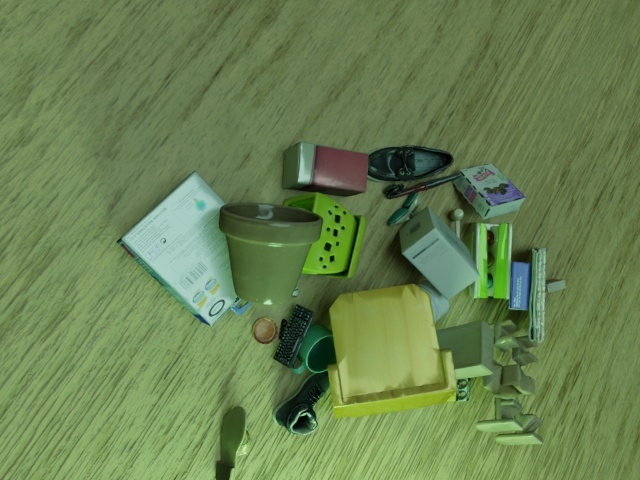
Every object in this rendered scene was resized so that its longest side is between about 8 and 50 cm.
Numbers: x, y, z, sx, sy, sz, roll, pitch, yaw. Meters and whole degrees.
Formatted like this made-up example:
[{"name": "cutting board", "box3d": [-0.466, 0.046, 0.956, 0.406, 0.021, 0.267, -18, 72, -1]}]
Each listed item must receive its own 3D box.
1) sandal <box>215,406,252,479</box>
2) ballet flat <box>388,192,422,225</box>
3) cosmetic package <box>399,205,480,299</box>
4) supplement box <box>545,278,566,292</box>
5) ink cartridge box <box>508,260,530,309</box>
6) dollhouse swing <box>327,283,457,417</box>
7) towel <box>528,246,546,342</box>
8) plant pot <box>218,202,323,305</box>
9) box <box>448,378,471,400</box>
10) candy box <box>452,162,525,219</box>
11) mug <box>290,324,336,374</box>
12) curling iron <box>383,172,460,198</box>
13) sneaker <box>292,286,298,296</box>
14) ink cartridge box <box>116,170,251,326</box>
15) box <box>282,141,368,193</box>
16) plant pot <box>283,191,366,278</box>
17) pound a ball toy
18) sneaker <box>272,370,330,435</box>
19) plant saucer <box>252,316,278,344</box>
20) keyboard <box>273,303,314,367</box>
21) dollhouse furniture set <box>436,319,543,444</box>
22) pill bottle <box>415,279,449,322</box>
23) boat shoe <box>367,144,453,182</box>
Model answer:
[{"name": "sandal", "box3d": [-0.241, 0.597, 1.463, 0.079, 0.088, 0.240, 14, 89, -54]}, {"name": "ballet flat", "box3d": [0.301, -0.099, 1.727, 0.168, 0.057, 0.052, -48, 116, -18]}, {"name": "cosmetic package", "box3d": [0.386, 0.035, 1.641, 0.138, 0.224, 0.225, -40, 103, 19]}, {"name": "supplement box", "box3d": [0.914, 0.179, 1.981, 0.098, 0.062, 0.036, -10, 93, -25]}, {"name": "ink cartridge box", "box3d": [0.712, 0.162, 1.782, 0.332, 0.065, 0.166, 10, 84, -66]}, {"name": "dollhouse swing", "box3d": [0.188, 0.337, 1.495, 0.346, 0.315, 0.305, -9, 63, -1]}, {"name": "towel", "box3d": [0.785, 0.189, 1.809, 0.317, 0.053, 0.332, 7, 85, -66]}, {"name": "plant pot", "box3d": [-0.135, 0.035, 1.290, 0.263, 0.263, 0.229, 0, 105, -24]}, {"name": "box", "box3d": [0.416, 0.515, 1.750, 0.232, 0.058, 0.087, 9, 85, -23]}, {"name": "candy box", "box3d": [0.603, -0.181, 1.796, 0.164, 0.070, 0.196, -15, 54, -23]}, {"name": "mug", "box3d": [-0.025, 0.326, 1.528, 0.157, 0.097, 0.130, -4, 112, -34]}, {"name": "curling iron", "box3d": [0.351, -0.189, 1.712, 0.273, 0.068, 0.035, -12, 68, -6]}, {"name": "sneaker", "box3d": [-0.108, 0.151, 1.553, 0.083, 0.032, 0.037, 18, 67, -27]}, {"name": "ink cartridge box", "box3d": [-0.319, 0.050, 1.393, 0.395, 0.151, 0.270, 48, 70, -14]}, {"name": "box", "box3d": [0.014, -0.216, 1.552, 0.232, 0.148, 0.127, 5, 87, -23]}, {"name": "plant pot", "box3d": [0.000, 0.000, 1.503, 0.207, 0.227, 0.228, 18, 80, -28]}, {"name": "pound a ball toy", "box3d": [0.573, 0.046, 1.818, 0.208, 0.136, 0.319, 1, 90, 6]}, {"name": "sneaker", "box3d": [-0.025, 0.488, 1.502, 0.226, 0.163, 0.086, -40, 102, -21]}, {"name": "plant saucer", "box3d": [-0.169, 0.276, 1.526, 0.083, 0.013, 0.084, 1, 89, -24]}, {"name": "keyboard", "box3d": [-0.092, 0.283, 1.515, 0.023, 0.108, 0.180, 30, 81, -45]}, {"name": "dollhouse furniture set", "box3d": [0.541, 0.455, 1.706, 0.394, 0.256, 0.362, 38, 48, -30]}, {"name": "pill bottle", "box3d": [0.276, 0.255, 1.644, 0.283, 0.160, 0.160, -29, 99, -22]}, {"name": "boat shoe", "box3d": [0.306, -0.264, 1.702, 0.339, 0.113, 0.127, 0, 89, -24]}]
